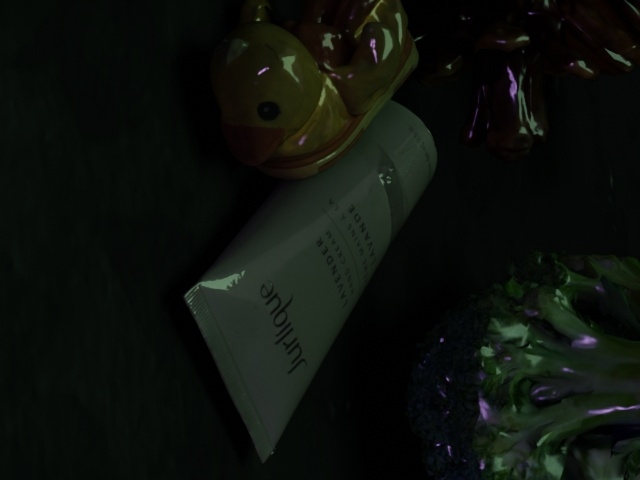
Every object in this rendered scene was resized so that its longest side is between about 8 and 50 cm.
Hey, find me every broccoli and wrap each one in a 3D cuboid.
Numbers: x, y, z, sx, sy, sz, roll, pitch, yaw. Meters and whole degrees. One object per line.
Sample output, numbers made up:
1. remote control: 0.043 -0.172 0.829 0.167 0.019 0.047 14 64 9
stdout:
1. broccoli: 0.176 0.113 0.771 0.294 0.245 0.265 39 43 -36

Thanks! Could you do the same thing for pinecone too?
1. pinecone: 0.094 -0.150 0.761 0.185 0.168 0.212 -9 115 -59

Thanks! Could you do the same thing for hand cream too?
1. hand cream: 0.000 0.000 0.659 0.186 0.054 0.087 -57 135 -44

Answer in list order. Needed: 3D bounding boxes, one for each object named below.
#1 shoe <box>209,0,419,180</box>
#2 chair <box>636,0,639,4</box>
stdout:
1. shoe: -0.005 -0.078 0.643 0.109 0.072 0.069 -30 131 -22
2. chair: 0.181 -0.207 0.997 0.147 0.136 0.270 44 45 -52
